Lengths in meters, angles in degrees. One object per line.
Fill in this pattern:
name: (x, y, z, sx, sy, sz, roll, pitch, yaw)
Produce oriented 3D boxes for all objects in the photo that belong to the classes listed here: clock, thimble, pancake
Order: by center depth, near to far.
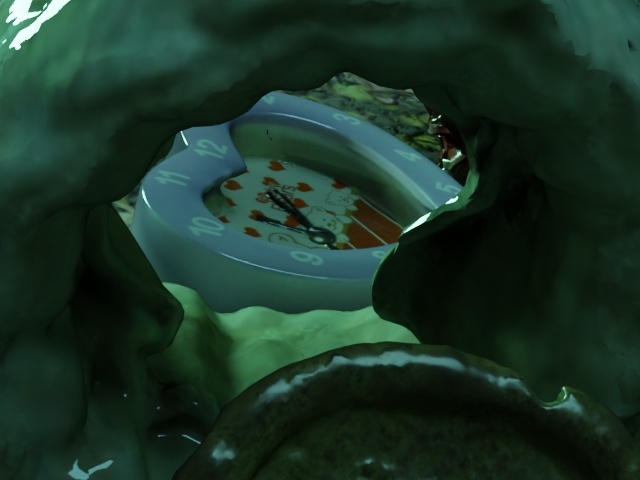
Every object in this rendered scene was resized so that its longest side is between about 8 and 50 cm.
pancake: (0.036, 0.127, 0.592, 0.199, 0.199, 0.021, 13, -11, -8)
thimble: (-0.002, -0.007, 0.696, 0.291, 0.291, 0.195, 11, 26, -12)
clock: (0.000, 0.000, 0.909, 0.172, 0.064, 0.198, 16, 27, -1)

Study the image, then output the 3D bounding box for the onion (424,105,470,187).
onion: (0.115, -0.077, 1.061, 0.184, 0.147, 0.184, 42, -8, 7)
